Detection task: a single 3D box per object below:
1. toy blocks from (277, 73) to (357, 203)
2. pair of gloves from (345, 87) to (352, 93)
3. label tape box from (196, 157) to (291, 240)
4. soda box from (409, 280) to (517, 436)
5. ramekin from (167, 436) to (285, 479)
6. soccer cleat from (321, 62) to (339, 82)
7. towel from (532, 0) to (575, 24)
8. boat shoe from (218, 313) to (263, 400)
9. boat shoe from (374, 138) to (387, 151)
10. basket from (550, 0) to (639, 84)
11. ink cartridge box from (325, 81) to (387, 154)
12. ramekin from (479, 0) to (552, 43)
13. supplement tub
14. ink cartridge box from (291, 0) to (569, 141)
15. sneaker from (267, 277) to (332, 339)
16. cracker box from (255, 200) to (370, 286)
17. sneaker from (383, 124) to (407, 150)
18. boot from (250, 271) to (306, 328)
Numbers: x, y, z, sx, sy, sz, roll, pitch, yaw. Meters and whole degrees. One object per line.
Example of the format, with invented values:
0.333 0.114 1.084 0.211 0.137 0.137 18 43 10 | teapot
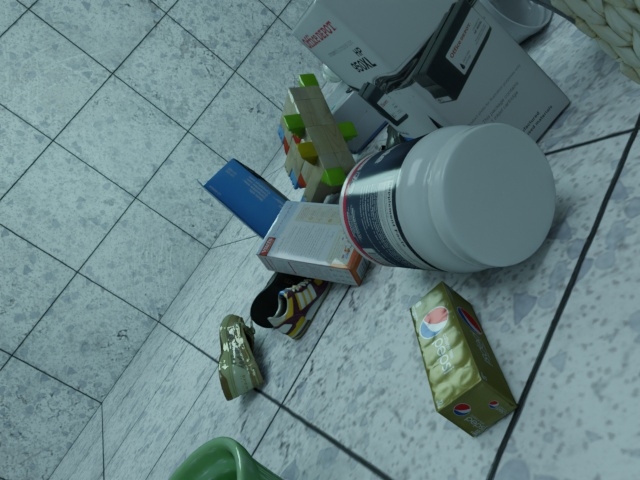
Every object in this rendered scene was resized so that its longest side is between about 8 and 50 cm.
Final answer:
-0.030 -0.257 1.439 0.261 0.191 0.381 118 134 -59 | toy blocks
0.107 -0.475 1.447 0.074 0.010 0.083 -30 31 47 | pair of gloves
-0.153 -0.093 1.281 0.115 0.249 0.348 -50 -5 1 | label tape box
0.157 0.128 0.561 0.061 0.058 0.181 -46 19 21 | soda box
-0.128 0.413 0.579 0.303 0.148 0.303 -46 19 20 | ramekin
0.059 -0.585 1.653 0.143 0.116 0.331 -60 8 35 | soccer cleat
0.414 -0.427 0.624 0.317 0.332 0.053 -36 62 48 | towel
-0.181 0.260 1.128 0.089 0.104 0.285 -15 25 -4 | boat shoe
0.170 -0.251 1.307 0.035 0.035 0.100 -54 24 -12 | boat shoe
0.379 -0.262 0.327 0.331 0.328 0.266 -56 14 -9 | basket
0.146 -0.484 1.621 0.270 0.151 0.395 -44 21 23 | ink cartridge box
0.363 -0.491 1.013 0.207 0.207 0.109 -63 11 -29 | ramekin
0.159 -0.052 0.682 0.191 0.191 0.272 -57 18 -13 | supplement tub
0.161 -0.301 0.820 0.166 0.395 0.285 -51 17 4 | ink cartridge box
-0.041 0.115 1.044 0.070 0.084 0.185 -24 33 57 | sneaker
0.000 0.000 1.013 0.232 0.067 0.155 8 56 32 | cracker box
0.220 -0.302 1.173 0.286 0.109 0.130 -60 13 -29 | sneaker
-0.068 0.076 1.215 0.263 0.091 0.229 -56 4 21 | boot
